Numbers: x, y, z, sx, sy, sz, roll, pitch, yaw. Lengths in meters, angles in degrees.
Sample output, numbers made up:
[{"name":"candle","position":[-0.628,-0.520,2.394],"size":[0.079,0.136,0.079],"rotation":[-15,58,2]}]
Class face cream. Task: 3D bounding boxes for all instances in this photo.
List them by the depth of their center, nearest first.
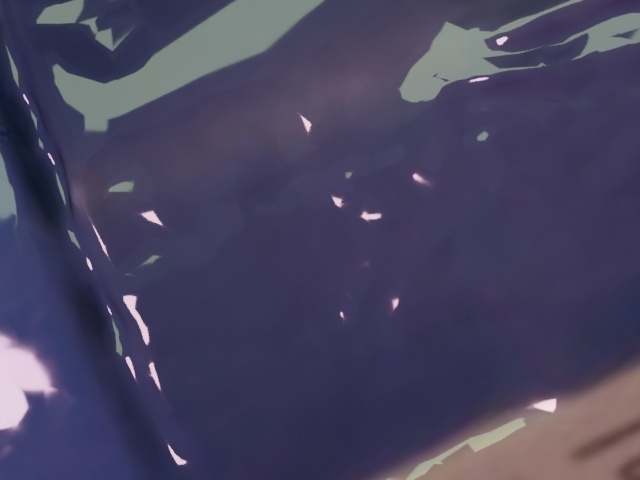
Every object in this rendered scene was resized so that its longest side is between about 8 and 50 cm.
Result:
[{"name":"face cream","position":[0.000,0.000,0.467],"size":[0.225,0.249,0.249],"rotation":[-23,43,4]}]
